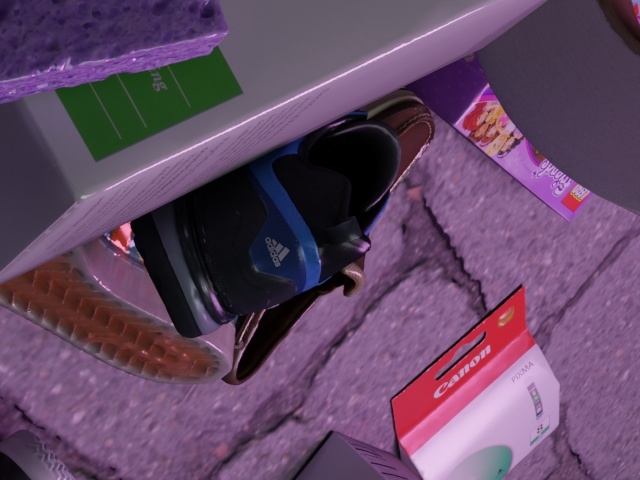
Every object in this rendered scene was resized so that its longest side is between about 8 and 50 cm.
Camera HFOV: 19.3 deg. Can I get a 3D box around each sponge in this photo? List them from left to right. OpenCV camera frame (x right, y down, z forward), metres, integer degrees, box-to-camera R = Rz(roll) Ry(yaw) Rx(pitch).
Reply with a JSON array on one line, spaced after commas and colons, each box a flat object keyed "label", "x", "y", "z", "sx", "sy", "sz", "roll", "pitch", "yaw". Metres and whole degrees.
[{"label": "sponge", "x": -0.128, "y": -0.168, "z": 0.800, "sx": 0.117, "sy": 0.210, "sz": 0.031, "roll": -17, "pitch": 173, "yaw": -27}]

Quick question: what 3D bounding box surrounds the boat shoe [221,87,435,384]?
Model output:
[{"label": "boat shoe", "x": 0.002, "y": 0.004, "z": 1.351, "sx": 0.257, "sy": 0.095, "sz": 0.095, "roll": -45, "pitch": 152, "yaw": -9}]

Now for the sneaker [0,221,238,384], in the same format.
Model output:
[{"label": "sneaker", "x": -0.149, "y": -0.024, "z": 1.110, "sx": 0.302, "sy": 0.108, "sz": 0.121, "roll": 42, "pitch": 45, "yaw": -48}]

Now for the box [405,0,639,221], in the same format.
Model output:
[{"label": "box", "x": 0.199, "y": -0.141, "z": 1.501, "sx": 0.201, "sy": 0.057, "sz": 0.293, "roll": -52, "pitch": 152, "yaw": 5}]

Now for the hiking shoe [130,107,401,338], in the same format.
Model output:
[{"label": "hiking shoe", "x": -0.008, "y": -0.039, "z": 1.123, "sx": 0.304, "sy": 0.132, "sz": 0.113, "roll": -72, "pitch": 144, "yaw": -60}]

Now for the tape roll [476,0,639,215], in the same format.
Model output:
[{"label": "tape roll", "x": 0.279, "y": -0.193, "z": 1.200, "sx": 0.392, "sy": 0.392, "sz": 0.072, "roll": -55, "pitch": 152, "yaw": 10}]

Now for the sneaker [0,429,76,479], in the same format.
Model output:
[{"label": "sneaker", "x": -0.239, "y": 0.253, "z": 1.298, "sx": 0.153, "sy": 0.101, "sz": 0.269, "roll": -32, "pitch": 150, "yaw": -35}]

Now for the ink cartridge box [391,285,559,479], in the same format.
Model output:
[{"label": "ink cartridge box", "x": 0.155, "y": 0.169, "z": 1.824, "sx": 0.181, "sy": 0.056, "sz": 0.225, "roll": -40, "pitch": 152, "yaw": -19}]

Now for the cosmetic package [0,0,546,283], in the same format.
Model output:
[{"label": "cosmetic package", "x": -0.049, "y": -0.145, "z": 0.953, "sx": 0.365, "sy": 0.197, "sz": 0.155, "roll": -30, "pitch": 178, "yaw": -33}]

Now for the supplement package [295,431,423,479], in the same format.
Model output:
[{"label": "supplement package", "x": 0.050, "y": 0.316, "z": 1.689, "sx": 0.194, "sy": 0.203, "sz": 0.149, "roll": -51, "pitch": 153, "yaw": 5}]
